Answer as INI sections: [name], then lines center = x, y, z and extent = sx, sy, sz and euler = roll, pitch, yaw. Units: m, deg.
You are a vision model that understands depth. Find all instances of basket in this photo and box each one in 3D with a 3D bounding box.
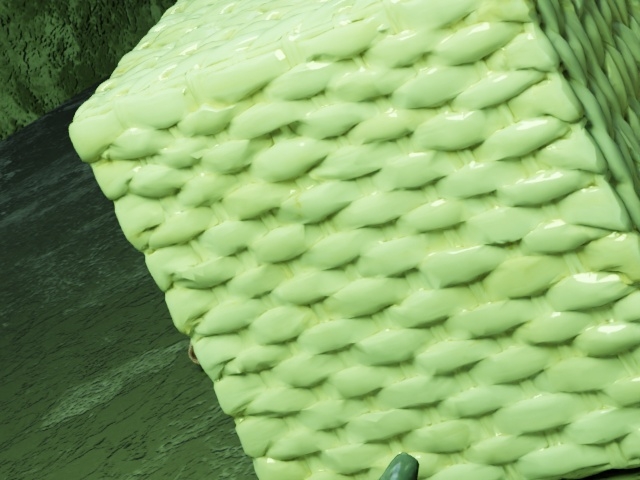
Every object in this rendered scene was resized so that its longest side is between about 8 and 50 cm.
[basket]
center = 0.080, -0.042, 1.139
extent = 0.331, 0.328, 0.266
euler = -15, 21, 34

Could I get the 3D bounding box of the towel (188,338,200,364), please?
[towel]
center = 0.000, 0.000, 1.672
extent = 0.237, 0.037, 0.329
euler = -27, 14, 7

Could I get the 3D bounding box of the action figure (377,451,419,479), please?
[action figure]
center = -0.084, 0.231, 0.823
extent = 0.330, 0.178, 0.341
euler = -24, 16, -28
